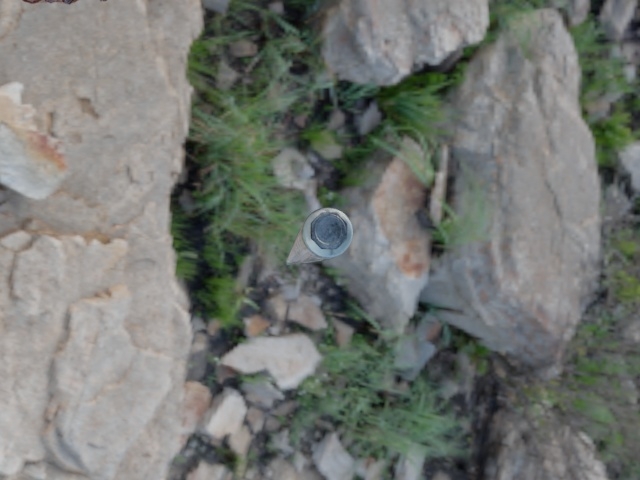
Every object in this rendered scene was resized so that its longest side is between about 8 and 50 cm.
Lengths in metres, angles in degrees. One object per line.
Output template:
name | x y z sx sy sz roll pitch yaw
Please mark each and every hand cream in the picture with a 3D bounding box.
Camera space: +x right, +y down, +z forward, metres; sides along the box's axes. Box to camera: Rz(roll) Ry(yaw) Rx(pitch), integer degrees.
hand cream | 0.000 0.000 1.325 0.091 0.271 0.058 -31 88 -5

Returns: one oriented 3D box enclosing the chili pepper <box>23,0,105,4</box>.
chili pepper | -0.233 -0.290 0.884 0.144 0.252 0.136 -15 125 -5
